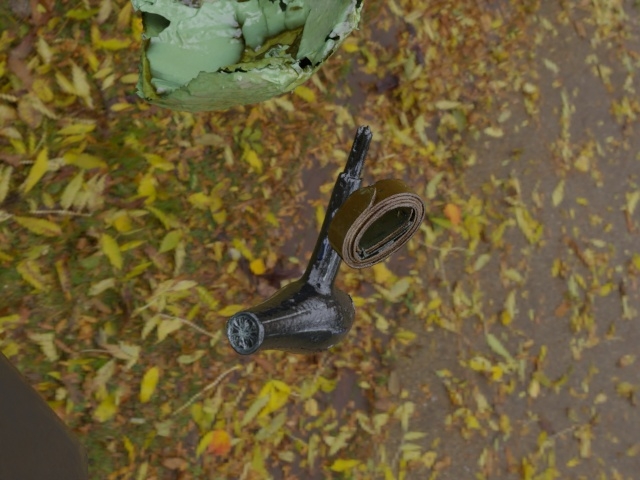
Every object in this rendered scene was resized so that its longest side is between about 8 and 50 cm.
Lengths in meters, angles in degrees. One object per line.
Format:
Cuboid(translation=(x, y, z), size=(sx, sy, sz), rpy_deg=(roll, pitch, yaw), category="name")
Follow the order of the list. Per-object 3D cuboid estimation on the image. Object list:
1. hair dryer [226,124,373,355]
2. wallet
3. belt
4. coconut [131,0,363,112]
Cuboid(translation=(0.000, 0.000, 0.761), size=(0.195, 0.075, 0.219), rpy_deg=(0, 108, -67), category="hair dryer")
Cuboid(translation=(-0.231, 0.130, 0.590), size=(0.044, 0.149, 0.250), rpy_deg=(-26, 130, -2), category="wallet")
Cuboid(translation=(0.046, -0.015, 0.708), size=(0.083, 0.036, 0.059), rpy_deg=(-38, 129, 0), category="belt")
Cuboid(translation=(-0.034, -0.109, 0.409), size=(0.158, 0.133, 0.055), rpy_deg=(-57, 132, -27), category="coconut")
